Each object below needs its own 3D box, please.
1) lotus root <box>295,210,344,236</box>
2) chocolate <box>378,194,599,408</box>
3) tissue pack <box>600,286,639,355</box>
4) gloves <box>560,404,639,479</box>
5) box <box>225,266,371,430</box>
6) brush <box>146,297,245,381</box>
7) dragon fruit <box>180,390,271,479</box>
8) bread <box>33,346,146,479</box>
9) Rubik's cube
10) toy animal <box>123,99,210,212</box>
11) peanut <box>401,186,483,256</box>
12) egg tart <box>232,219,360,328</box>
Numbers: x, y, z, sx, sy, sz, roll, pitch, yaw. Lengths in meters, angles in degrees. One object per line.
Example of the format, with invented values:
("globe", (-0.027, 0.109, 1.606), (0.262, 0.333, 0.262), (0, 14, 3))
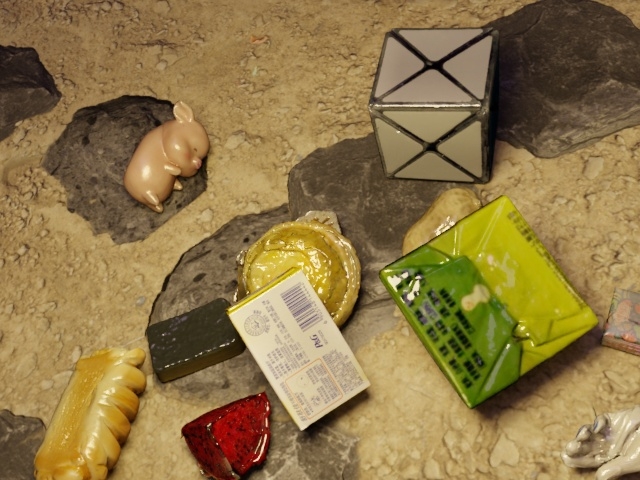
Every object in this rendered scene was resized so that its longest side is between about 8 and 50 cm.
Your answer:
("lotus root", (-0.003, 0.001, 1.641), (0.112, 0.081, 0.122), (-18, 55, 4))
("chocolate", (0.303, 0.117, 1.406), (0.288, 0.137, 0.301), (-32, 79, -7))
("tissue pack", (0.610, 0.160, 1.395), (0.148, 0.060, 0.109), (16, 61, 22))
("gloves", (0.522, 0.343, 1.276), (0.229, 0.097, 0.119), (-12, 50, 1))
("box", (-0.045, 0.201, 1.422), (0.168, 0.097, 0.265), (-33, 96, -7))
("brush", (-0.267, 0.207, 1.582), (0.197, 0.059, 0.123), (-22, 53, -1))
("dragon fruit", (-0.167, 0.374, 1.445), (0.161, 0.121, 0.127), (-29, 8, -36))
("bread", (-0.449, 0.359, 1.479), (0.172, 0.121, 0.311), (-8, 48, 28))
("Rubik's cube", (0.262, -0.303, 1.671), (0.254, 0.260, 0.259), (4, 56, 16))
("toy animal", (-0.375, -0.199, 1.828), (0.154, 0.166, 0.250), (41, 75, 2))
("peanut", (0.259, -0.015, 1.558), (0.129, 0.129, 0.224), (36, 78, 31))
("egg tart", (-0.063, 0.082, 1.536), (0.290, 0.107, 0.291), (-3, 80, 16))
